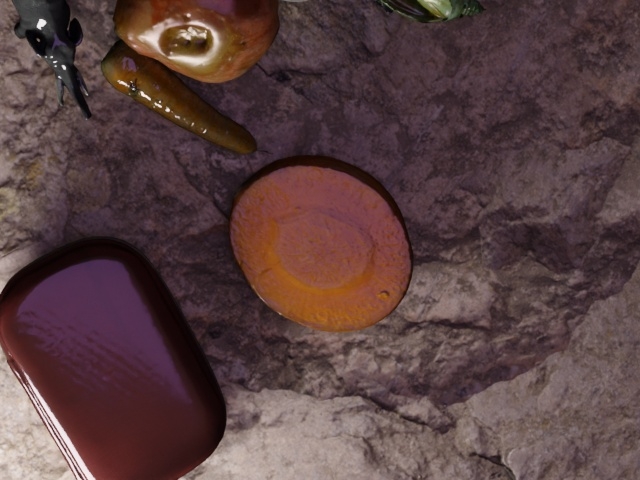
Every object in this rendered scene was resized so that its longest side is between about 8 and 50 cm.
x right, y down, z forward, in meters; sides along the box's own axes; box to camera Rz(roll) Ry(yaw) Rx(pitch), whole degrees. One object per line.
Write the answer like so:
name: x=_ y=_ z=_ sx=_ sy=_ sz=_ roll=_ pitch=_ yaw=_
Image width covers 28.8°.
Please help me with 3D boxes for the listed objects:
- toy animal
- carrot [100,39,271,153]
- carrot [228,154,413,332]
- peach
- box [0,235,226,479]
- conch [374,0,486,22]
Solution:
toy animal: x=-0.387 y=-0.304 z=1.754 sx=0.082 sy=0.137 sz=0.270 roll=-23 pitch=109 yaw=-14
carrot: x=-0.195 y=-0.197 z=1.864 sx=0.298 sy=0.078 sz=0.078 roll=33 pitch=90 yaw=-22
carrot: x=0.000 y=0.000 z=1.943 sx=0.307 sy=0.100 sz=0.258 roll=30 pitch=92 yaw=-10
peach: x=-0.180 y=-0.329 z=1.777 sx=0.235 sy=0.214 sz=0.214 roll=-12 pitch=102 yaw=-6
box: x=-0.311 y=0.193 z=1.872 sx=0.263 sy=0.108 sz=0.404 roll=-28 pitch=105 yaw=-9
conch: x=0.162 y=-0.384 z=1.925 sx=0.200 sy=0.079 sz=0.095 roll=10 pitch=110 yaw=0
